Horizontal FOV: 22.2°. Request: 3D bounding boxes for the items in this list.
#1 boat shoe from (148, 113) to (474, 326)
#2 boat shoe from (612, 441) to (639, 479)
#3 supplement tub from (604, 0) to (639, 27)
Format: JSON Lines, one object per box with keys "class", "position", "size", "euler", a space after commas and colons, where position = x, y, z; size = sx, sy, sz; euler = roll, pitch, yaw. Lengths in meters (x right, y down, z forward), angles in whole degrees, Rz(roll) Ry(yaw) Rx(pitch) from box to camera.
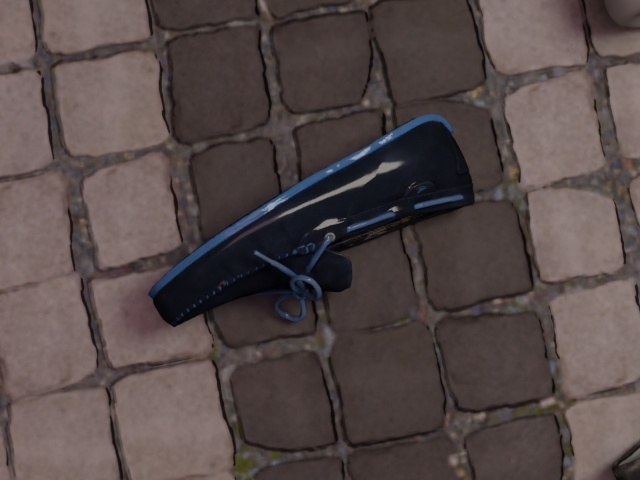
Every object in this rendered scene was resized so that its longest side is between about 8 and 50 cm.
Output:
{"class": "boat shoe", "position": [0.000, 0.000, 1.197], "size": [0.258, 0.109, 0.089], "euler": [-30, 90, -3]}
{"class": "boat shoe", "position": [0.361, 0.102, 1.194], "size": [0.335, 0.121, 0.119], "euler": [-40, 92, -4]}
{"class": "supplement tub", "position": [0.264, -0.272, 1.216], "size": [0.144, 0.144, 0.200], "euler": [-12, 85, -4]}
